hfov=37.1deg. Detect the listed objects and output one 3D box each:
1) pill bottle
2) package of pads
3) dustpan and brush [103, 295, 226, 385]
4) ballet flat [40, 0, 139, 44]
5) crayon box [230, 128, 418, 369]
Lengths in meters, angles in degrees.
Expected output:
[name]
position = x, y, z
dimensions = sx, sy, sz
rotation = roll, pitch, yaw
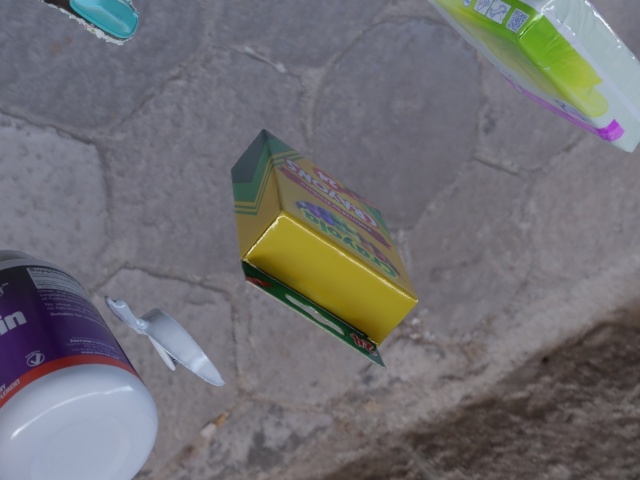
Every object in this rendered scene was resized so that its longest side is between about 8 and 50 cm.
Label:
[pill bottle]
position = -0.320, 0.141, 1.075
dimensions = 0.182, 0.323, 0.181
rotation = -18, 127, -25
[package of pads]
position = 0.277, -0.252, 1.202
dimensions = 0.296, 0.229, 0.101
rotation = 31, 100, -43
[dustpan and brush]
position = -0.229, 0.128, 1.323
dimensions = 0.060, 0.147, 0.211
rotation = -43, 135, -18
[ballet flat]
position = -0.339, -0.336, 1.238
dimensions = 0.241, 0.077, 0.091
rotation = 41, 77, -43
[crayon box]
position = 0.000, 0.000, 1.143
dimensions = 0.202, 0.318, 0.081
rotation = 33, 108, -22
